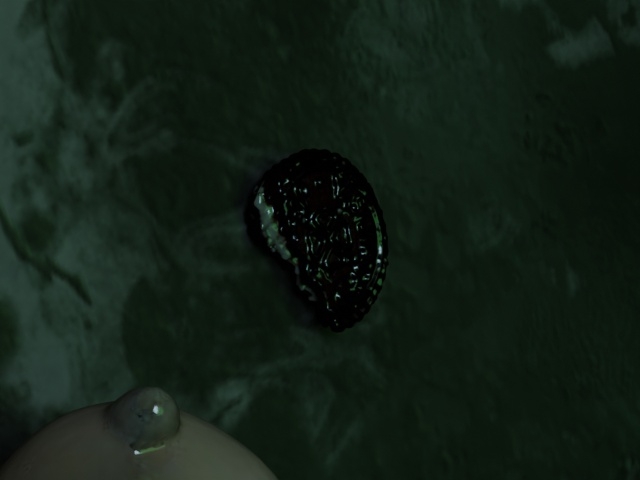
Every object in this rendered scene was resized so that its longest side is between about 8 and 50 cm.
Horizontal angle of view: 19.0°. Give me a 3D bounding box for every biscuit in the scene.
[{"bbox_3d":[0.000,0.000,0.943,0.087,0.027,0.089,11,80,-42],"label":"biscuit"}]

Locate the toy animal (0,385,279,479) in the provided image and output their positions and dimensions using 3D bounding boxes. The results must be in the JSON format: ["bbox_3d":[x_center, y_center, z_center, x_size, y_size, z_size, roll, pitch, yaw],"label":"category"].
[{"bbox_3d":[-0.110,0.176,0.747,0.166,0.154,0.250,37,70,8],"label":"toy animal"}]
